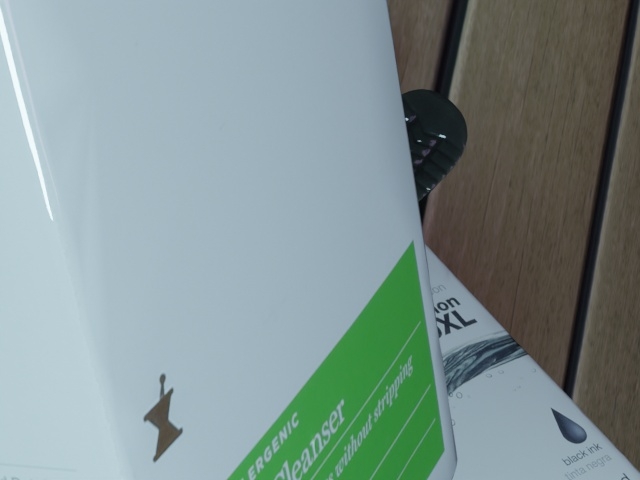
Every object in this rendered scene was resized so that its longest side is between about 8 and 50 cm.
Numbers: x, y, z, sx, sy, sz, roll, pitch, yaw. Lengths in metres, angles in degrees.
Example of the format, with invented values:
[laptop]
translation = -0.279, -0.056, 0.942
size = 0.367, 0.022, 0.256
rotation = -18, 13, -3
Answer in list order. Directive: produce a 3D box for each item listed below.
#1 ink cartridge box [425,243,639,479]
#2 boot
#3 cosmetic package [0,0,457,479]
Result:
[ink cartridge box]
translation = 0.042, 0.125, 0.831
size = 0.172, 0.237, 0.100
rotation = -21, 142, -30
[boot]
translation = 0.000, 0.000, 0.988
size = 0.198, 0.077, 0.137
rotation = -36, 176, -18
[cosmetic package]
translation = -0.082, -0.040, 0.450
size = 0.197, 0.155, 0.366
rotation = -49, 137, -51
